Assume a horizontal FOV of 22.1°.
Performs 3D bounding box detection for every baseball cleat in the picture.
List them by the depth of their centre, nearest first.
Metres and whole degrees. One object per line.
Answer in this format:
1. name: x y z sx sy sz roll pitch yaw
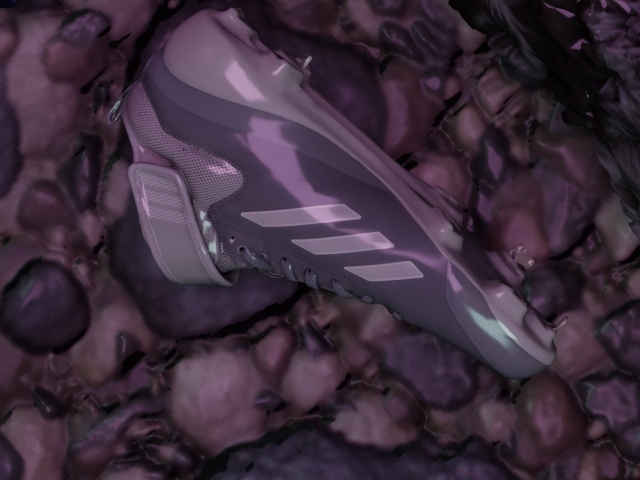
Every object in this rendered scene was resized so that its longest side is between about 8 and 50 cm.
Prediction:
1. baseball cleat: 0.000 0.000 0.679 0.206 0.072 0.109 45 104 8

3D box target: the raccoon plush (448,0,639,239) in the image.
1. raccoon plush: 0.240 -0.121 0.614 0.299 0.216 0.446 -35 84 -9

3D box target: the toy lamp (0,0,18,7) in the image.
1. toy lamp: -0.125 -0.240 0.696 0.080 0.080 0.275 17 87 4
